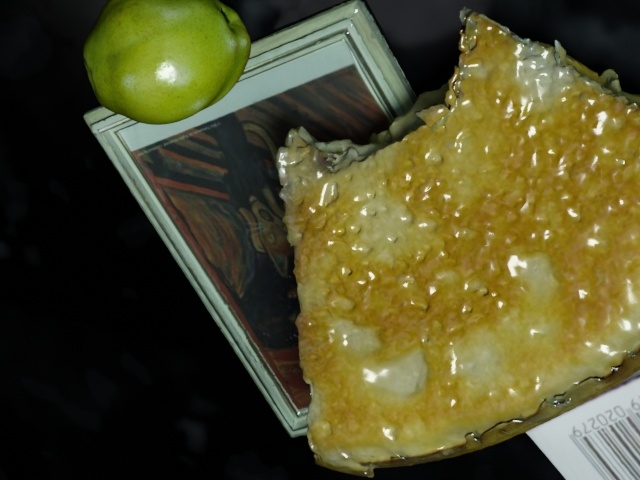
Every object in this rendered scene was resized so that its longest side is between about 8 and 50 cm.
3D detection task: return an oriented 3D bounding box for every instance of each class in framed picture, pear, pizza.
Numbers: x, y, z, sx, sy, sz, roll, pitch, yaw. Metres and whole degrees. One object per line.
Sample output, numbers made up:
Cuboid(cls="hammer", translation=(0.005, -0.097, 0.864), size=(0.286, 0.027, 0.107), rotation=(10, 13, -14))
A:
Cuboid(cls="framed picture", translation=(0.000, 0.000, 1.228), size=(0.216, 0.016, 0.273), rotation=(-20, 113, 30))
Cuboid(cls="pear", translation=(-0.090, -0.113, 1.148), size=(0.097, 0.092, 0.092), rotation=(-19, 121, -15))
Cuboid(cls="pizza", translation=(0.097, -0.005, 1.114), size=(0.323, 0.089, 0.223), rotation=(-34, 83, 21))

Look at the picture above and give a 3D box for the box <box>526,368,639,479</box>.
Cuboid(cls="box", translation=(0.281, 0.101, 1.130), size=(0.260, 0.111, 0.194), rotation=(-30, 108, 32))
